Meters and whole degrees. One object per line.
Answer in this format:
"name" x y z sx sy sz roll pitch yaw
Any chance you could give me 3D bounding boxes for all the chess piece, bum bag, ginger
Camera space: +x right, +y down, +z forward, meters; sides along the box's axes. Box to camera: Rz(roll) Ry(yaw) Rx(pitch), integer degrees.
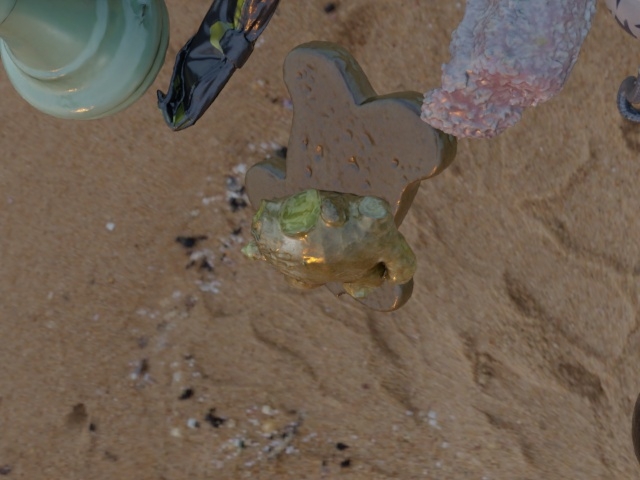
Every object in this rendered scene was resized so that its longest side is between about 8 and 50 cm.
"chess piece" -0.293 -0.232 0.953 0.194 0.299 0.194 -1 87 18
"bum bag" -0.085 -0.211 0.941 0.232 0.060 0.107 -50 28 28
"ginger" 0.000 0.000 1.149 0.216 0.157 0.102 -4 55 27

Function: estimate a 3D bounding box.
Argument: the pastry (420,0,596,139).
"pastry" 0.190 -0.211 0.882 0.103 0.112 0.265 23 95 -20

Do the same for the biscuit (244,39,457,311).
"biscuit" 0.038 -0.105 1.553 0.368 0.076 0.394 37 133 30

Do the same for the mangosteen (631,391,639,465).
"mangosteen" 0.452 0.239 1.065 0.228 0.228 0.265 15 120 22

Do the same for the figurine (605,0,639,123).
"figurine" 0.499 -0.300 1.319 0.186 0.382 0.261 -48 43 -14
